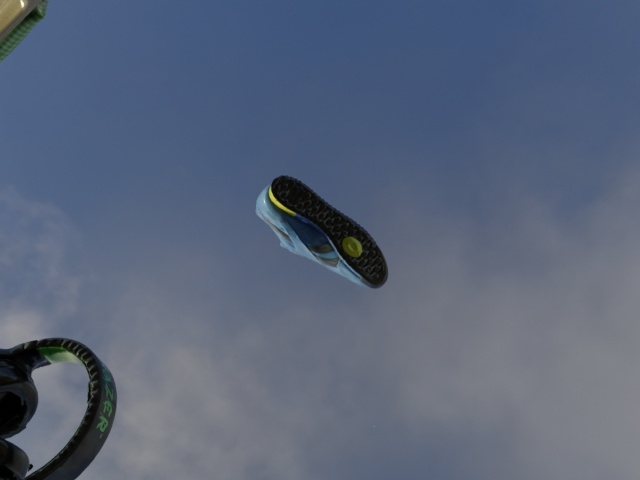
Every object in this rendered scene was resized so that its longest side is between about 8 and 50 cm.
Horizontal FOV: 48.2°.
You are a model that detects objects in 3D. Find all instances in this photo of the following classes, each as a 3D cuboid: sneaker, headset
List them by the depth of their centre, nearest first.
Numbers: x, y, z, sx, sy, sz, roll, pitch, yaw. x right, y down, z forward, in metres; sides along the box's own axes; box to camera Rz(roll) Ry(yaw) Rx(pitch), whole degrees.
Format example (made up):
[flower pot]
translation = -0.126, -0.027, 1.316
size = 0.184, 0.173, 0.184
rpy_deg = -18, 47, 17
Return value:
[sneaker]
translation = 0.000, 0.000, 0.989
size = 0.209, 0.082, 0.069
rpy_deg = 39, -133, 0
[headset]
translation = -0.476, 0.292, 1.039
size = 0.394, 0.185, 0.243
rpy_deg = -17, -133, 3

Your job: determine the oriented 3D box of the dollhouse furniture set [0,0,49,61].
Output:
[dollhouse furniture set]
translation = -0.333, -0.225, 0.699
size = 0.302, 0.151, 0.197
rpy_deg = -29, -100, 29
